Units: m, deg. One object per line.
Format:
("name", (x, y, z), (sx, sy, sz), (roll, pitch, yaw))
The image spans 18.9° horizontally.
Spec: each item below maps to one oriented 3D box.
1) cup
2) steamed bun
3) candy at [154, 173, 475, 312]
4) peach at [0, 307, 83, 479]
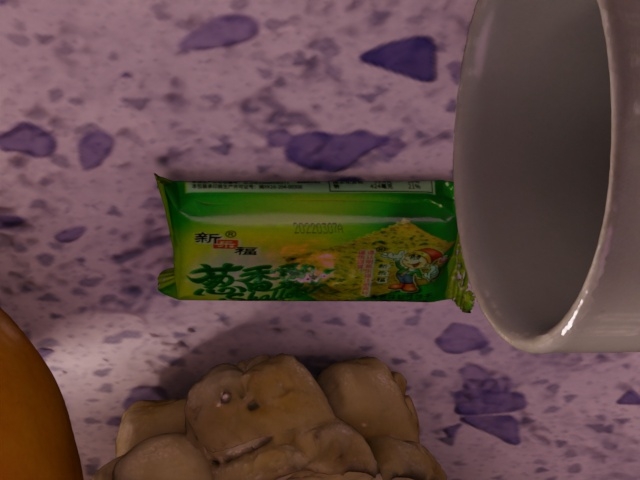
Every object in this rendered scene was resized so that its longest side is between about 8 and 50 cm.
("cup", (0.201, -0.077, 0.839), (0.234, 0.186, 0.258), (-1, 117, -15))
("steamed bun", (-0.042, 0.129, 1.146), (0.192, 0.106, 0.177), (17, 137, -38))
("candy", (0.000, 0.001, 1.028), (0.178, 0.032, 0.102), (1, 144, -4))
("peach", (-0.259, 0.165, 1.006), (0.288, 0.308, 0.289), (1, 144, 1))
